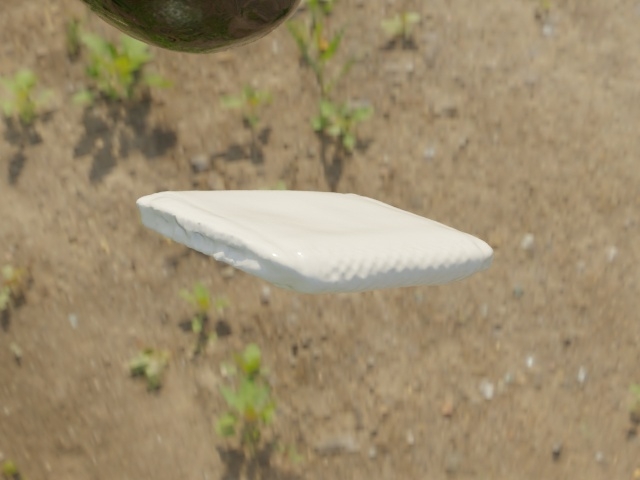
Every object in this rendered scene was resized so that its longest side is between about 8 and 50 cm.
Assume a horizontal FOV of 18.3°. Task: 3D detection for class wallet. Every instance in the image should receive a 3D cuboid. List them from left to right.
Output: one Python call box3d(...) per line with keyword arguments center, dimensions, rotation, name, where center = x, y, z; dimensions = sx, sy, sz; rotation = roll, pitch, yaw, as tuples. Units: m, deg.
box3d(center=(0.000, 0.000, 1.061), dimensions=(0.124, 0.183, 0.032), rotation=(23, 108, 38), name="wallet")

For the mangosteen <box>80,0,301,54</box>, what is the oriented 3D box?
box3d(center=(-0.089, -0.290, 1.535), dimensions=(0.233, 0.287, 0.287), rotation=(41, 71, 18), name="mangosteen")
